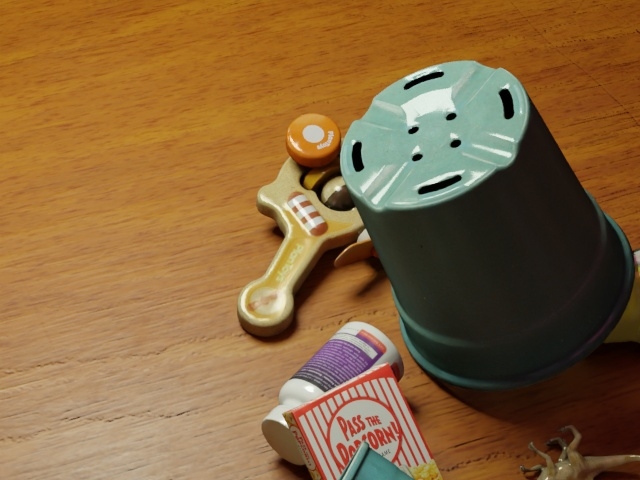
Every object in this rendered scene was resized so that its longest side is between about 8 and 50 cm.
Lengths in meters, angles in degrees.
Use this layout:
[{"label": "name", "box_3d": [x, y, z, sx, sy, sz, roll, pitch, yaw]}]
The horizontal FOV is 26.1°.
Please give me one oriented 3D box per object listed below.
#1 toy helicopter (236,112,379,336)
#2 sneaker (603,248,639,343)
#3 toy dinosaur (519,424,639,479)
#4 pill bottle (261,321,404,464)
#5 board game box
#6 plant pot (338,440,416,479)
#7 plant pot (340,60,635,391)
[{"label": "toy helicopter", "box_3d": [0.000, 0.000, 2.020, 0.235, 0.140, 0.355, 26, 62, 10]}, {"label": "sneaker", "box_3d": [0.531, 0.095, 1.908, 0.385, 0.145, 0.147, -8, 48, -6]}, {"label": "toy dinosaur", "box_3d": [0.329, 0.293, 1.794, 0.183, 0.053, 0.092, -20, 66, -9]}, {"label": "pill bottle", "box_3d": [0.013, 0.204, 1.818, 0.108, 0.108, 0.193, 31, 53, 24]}, {"label": "board game box", "box_3d": [0.059, 0.272, 1.731, 0.147, 0.045, 0.193, -25, 88, -22]}, {"label": "plant pot", "box_3d": [0.089, 0.406, 1.542, 0.255, 0.271, 0.271, 30, 52, 5]}, {"label": "plant pot", "box_3d": [0.202, -0.033, 1.816, 0.341, 0.334, 0.341, -17, 45, 18]}]
